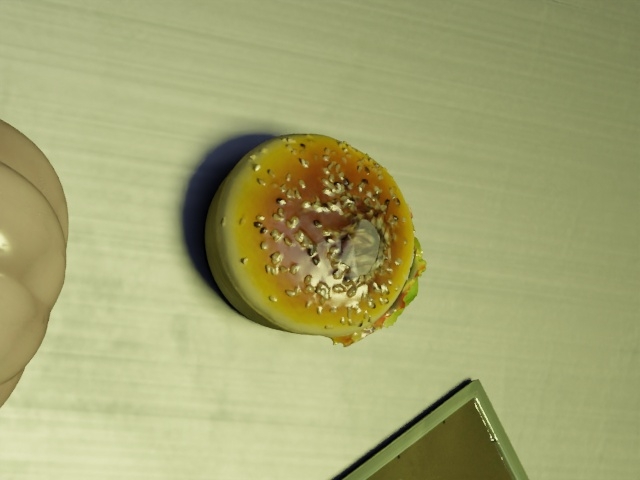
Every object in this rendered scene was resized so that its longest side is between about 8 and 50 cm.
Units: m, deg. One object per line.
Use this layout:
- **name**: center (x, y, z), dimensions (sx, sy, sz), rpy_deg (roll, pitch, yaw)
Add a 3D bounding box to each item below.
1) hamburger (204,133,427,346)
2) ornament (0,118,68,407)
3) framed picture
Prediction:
- **hamburger**: center (0.000, 0.000, 0.913), dimensions (0.141, 0.081, 0.126), rpy_deg (41, 67, -19)
- **ornament**: center (-0.215, 0.010, 0.737), dimensions (0.177, 0.177, 0.177), rpy_deg (3, 83, -30)
- **framed picture**: center (0.068, 0.196, 0.973), dimensions (0.183, 0.011, 0.142), rpy_deg (-33, 101, -29)
